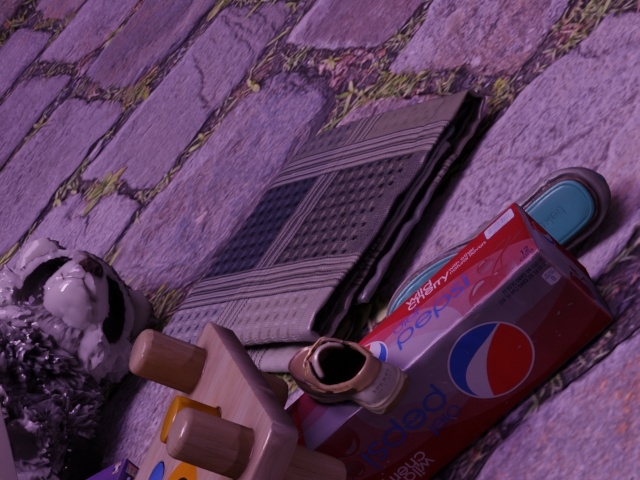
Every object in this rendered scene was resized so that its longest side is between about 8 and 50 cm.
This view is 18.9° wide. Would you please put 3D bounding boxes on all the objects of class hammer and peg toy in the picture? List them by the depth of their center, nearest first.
[{"bbox_3d":[-0.126,0.253,1.402,0.361,0.127,0.266,-65,18,8],"label":"hammer and peg toy"}]

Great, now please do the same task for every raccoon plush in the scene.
[{"bbox_3d":[-0.364,0.181,2.017,0.446,0.216,0.299,-35,17,28],"label":"raccoon plush"}]

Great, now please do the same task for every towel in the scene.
[{"bbox_3d":[0.000,0.000,1.855,0.312,0.056,0.324,-54,21,-24],"label":"towel"}]

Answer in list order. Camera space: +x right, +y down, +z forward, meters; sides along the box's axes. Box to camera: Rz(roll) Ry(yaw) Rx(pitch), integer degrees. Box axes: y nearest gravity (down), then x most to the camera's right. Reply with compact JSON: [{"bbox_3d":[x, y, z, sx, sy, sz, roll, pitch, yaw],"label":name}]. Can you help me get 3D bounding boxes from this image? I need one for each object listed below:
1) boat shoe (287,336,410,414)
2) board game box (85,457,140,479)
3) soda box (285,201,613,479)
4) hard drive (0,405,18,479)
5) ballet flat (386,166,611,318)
[{"bbox_3d":[0.013,0.092,1.414,0.135,0.045,0.050,5,58,57],"label":"boat shoe"},{"bbox_3d":[-0.237,0.294,1.779,0.170,0.048,0.141,-32,28,34],"label":"board game box"},{"bbox_3d":[0.088,0.100,1.450,0.263,0.092,0.083,-42,26,13],"label":"soda box"},{"bbox_3d":[-0.273,0.305,1.539,0.040,0.307,0.203,2,38,9],"label":"hard drive"},{"bbox_3d":[0.147,0.016,1.543,0.213,0.072,0.068,-38,-3,21],"label":"ballet flat"}]
